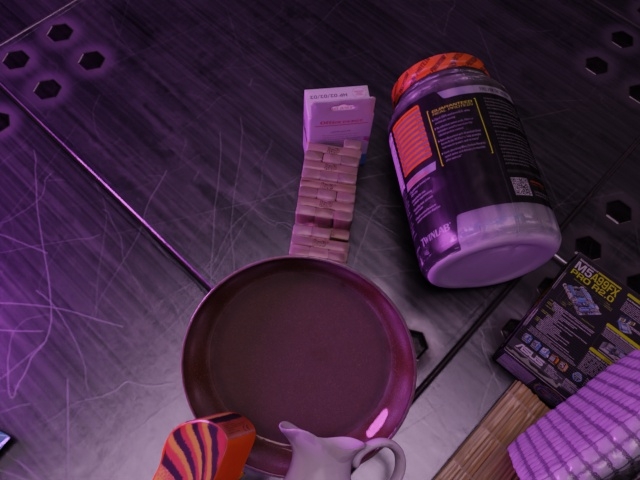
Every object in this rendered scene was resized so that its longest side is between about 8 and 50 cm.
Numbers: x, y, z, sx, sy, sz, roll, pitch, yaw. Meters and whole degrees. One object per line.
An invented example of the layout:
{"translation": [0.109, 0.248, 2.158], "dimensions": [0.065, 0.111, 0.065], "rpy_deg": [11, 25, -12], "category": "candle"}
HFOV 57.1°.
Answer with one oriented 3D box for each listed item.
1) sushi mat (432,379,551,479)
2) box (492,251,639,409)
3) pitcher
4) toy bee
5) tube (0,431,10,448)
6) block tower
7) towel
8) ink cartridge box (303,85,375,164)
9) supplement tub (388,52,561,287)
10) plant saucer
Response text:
{"translation": [0.237, 0.351, 0.802], "dimensions": [0.151, 0.019, 0.316], "rpy_deg": [42, 70, 15], "category": "sushi mat"}
{"translation": [0.431, 0.180, 0.873], "dimensions": [0.270, 0.060, 0.216], "rpy_deg": [39, 68, 15], "category": "box"}
{"translation": [0.017, 0.343, 0.732], "dimensions": [0.178, 0.125, 0.206], "rpy_deg": [12, 79, -14], "category": "pitcher"}
{"translation": [-0.188, 0.338, 0.714], "dimensions": [0.162, 0.195, 0.298], "rpy_deg": [15, 73, 32], "category": "toy bee"}
{"translation": [-0.532, 0.246, 0.807], "dimensions": [0.207, 0.052, 0.080], "rpy_deg": [33, 78, 7], "category": "tube"}
{"translation": [0.000, 0.000, 0.923], "dimensions": [0.097, 0.091, 0.335], "rpy_deg": [9, 64, 1], "category": "block tower"}
{"translation": [0.348, 0.235, 0.667], "dimensions": [0.235, 0.284, 0.121], "rpy_deg": [-39, 76, 4], "category": "towel"}
{"translation": [0.027, -0.194, 0.967], "dimensions": [0.105, 0.181, 0.061], "rpy_deg": [-6, 65, -6], "category": "ink cartridge box"}
{"translation": [0.224, -0.111, 0.923], "dimensions": [0.207, 0.207, 0.337], "rpy_deg": [-6, 65, -6], "category": "supplement tub"}
{"translation": [-0.028, 0.168, 0.792], "dimensions": [0.311, 0.050, 0.310], "rpy_deg": [1, 99, 4], "category": "plant saucer"}
